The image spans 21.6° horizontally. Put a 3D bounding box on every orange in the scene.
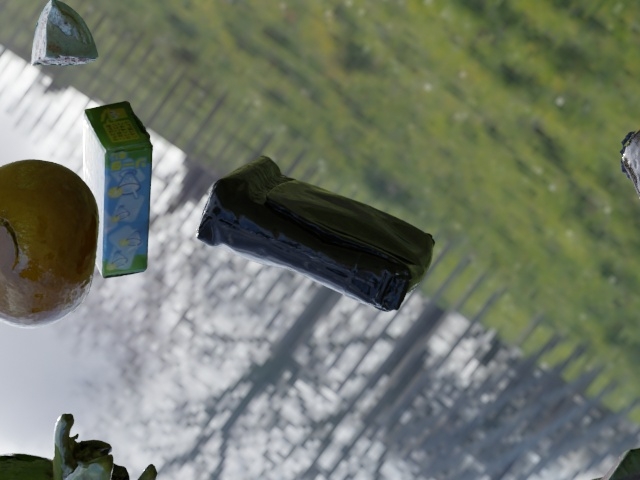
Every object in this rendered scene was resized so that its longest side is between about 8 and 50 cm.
[{"bbox_3d":[-0.267,0.002,1.512,0.134,0.155,0.155,6,-165,-3],"label":"orange"}]

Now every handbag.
[{"bbox_3d":[0.000,0.000,1.700,0.223,0.080,0.247,26,-167,5],"label":"handbag"}]

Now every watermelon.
[{"bbox_3d":[-0.297,-0.226,1.879,0.085,0.085,0.061,35,-148,-10],"label":"watermelon"}]

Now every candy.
[{"bbox_3d":[-0.245,-0.059,2.015,0.062,0.194,0.097,-11,-140,-21],"label":"candy"}]

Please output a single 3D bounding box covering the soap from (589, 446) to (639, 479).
[{"bbox_3d":[0.187,0.161,0.892,0.149,0.056,0.100,-5,-120,-39],"label":"soap"}]

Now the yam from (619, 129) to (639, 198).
[{"bbox_3d":[0.264,-0.027,1.165,0.084,0.084,0.127,27,-146,-38],"label":"yam"}]

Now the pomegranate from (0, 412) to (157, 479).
[{"bbox_3d":[-0.192,0.229,1.157,0.211,0.263,0.211,30,-158,-13],"label":"pomegranate"}]
